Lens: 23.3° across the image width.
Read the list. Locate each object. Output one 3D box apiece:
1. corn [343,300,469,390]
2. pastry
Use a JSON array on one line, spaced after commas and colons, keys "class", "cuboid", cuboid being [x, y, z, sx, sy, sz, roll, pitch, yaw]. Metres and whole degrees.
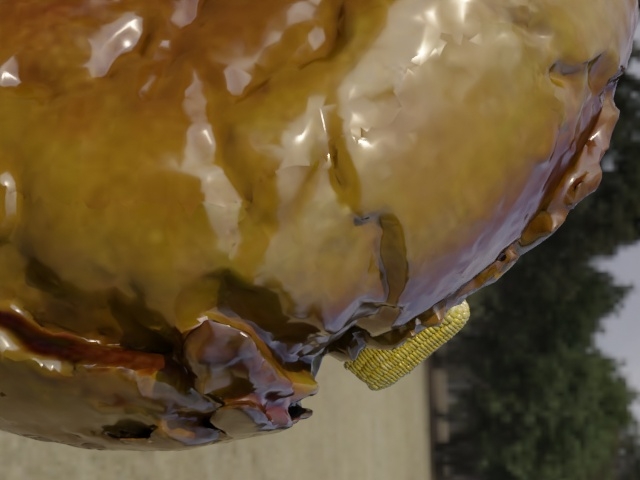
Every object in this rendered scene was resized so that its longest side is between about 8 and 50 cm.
[{"class": "corn", "cuboid": [0.102, 0.113, 1.869, 0.165, 0.085, 0.063, -47, -162, 23]}, {"class": "pastry", "cuboid": [-0.060, -0.092, 0.557, 0.164, 0.356, 0.356, 68, 20, -57]}]
